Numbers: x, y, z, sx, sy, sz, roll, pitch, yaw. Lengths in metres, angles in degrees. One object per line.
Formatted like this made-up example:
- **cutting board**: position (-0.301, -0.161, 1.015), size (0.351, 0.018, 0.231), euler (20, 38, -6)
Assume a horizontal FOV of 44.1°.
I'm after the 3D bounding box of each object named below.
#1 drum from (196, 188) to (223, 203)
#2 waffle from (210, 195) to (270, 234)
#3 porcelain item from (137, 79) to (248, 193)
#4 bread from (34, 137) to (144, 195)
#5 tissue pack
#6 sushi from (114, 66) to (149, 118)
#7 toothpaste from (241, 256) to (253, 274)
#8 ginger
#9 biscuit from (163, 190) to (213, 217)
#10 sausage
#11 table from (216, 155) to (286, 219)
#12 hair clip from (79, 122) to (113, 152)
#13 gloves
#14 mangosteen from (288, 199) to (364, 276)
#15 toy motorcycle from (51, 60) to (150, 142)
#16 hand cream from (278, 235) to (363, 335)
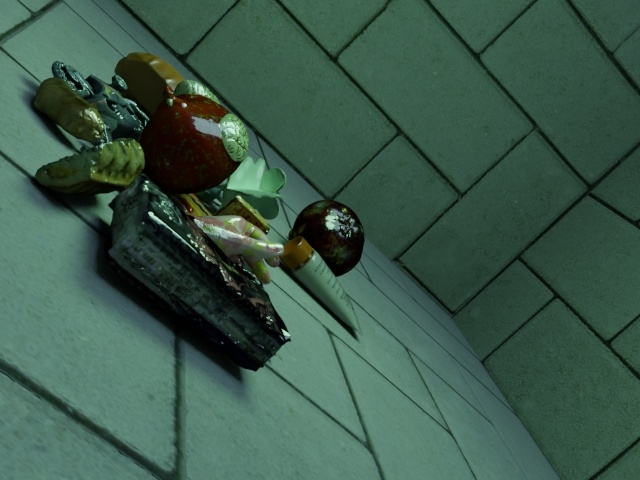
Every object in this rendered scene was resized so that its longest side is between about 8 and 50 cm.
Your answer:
- **drum**: position (-0.259, -0.110, 2.038), size (0.253, 0.049, 0.130), euler (43, 8, -28)
- **waffle**: position (-0.187, -0.016, 1.611), size (0.102, 0.148, 0.042), euler (44, 18, -26)
- **porcelain item**: position (-0.279, -0.225, 1.657), size (0.253, 0.253, 0.253), euler (45, 9, -9)
- **bread**: position (-0.368, -0.119, 1.318), size (0.088, 0.128, 0.232), euler (62, 9, -5)
- **tissue pack**: position (-0.210, 0.053, 1.304), size (0.332, 0.123, 0.245), euler (45, 3, -25)
- **sushi**: position (-0.397, -0.301, 1.950), size (0.287, 0.140, 0.149), euler (48, 16, 9)
- **toothpaste**: position (-0.178, 0.022, 1.806), size (0.282, 0.069, 0.099), euler (-136, -148, -73)
- **ginger**: position (-0.487, -0.255, 1.515), size (0.190, 0.069, 0.095), euler (39, 10, 20)
- **biscuit**: position (-0.292, -0.068, 1.735), size (0.165, 0.036, 0.250), euler (46, 9, 11)
- **sausage**: position (-0.371, -0.345, 1.835), size (0.241, 0.120, 0.136), euler (45, 13, 4)
- **table**: position (-0.190, -0.124, 1.919), size (0.166, 0.166, 0.198), euler (48, 16, 12)
- **hair clip**: position (-0.399, -0.146, 1.571), size (0.187, 0.056, 0.146), euler (55, 8, 1)
- **gloves**: position (-0.175, 0.011, 1.540), size (0.241, 0.145, 0.126), euler (11, 43, -51)
- **mangosteen**: position (0.000, 0.000, 2.360), size (0.231, 0.231, 0.289), euler (42, -29, -22)
- **toy motorcycle**: position (-0.457, -0.273, 1.698), size (0.173, 0.108, 0.307), euler (59, 12, 22)
- **hand cream**: position (0.016, 0.123, 2.154), size (0.314, 0.089, 0.139), euler (48, 9, -16)
